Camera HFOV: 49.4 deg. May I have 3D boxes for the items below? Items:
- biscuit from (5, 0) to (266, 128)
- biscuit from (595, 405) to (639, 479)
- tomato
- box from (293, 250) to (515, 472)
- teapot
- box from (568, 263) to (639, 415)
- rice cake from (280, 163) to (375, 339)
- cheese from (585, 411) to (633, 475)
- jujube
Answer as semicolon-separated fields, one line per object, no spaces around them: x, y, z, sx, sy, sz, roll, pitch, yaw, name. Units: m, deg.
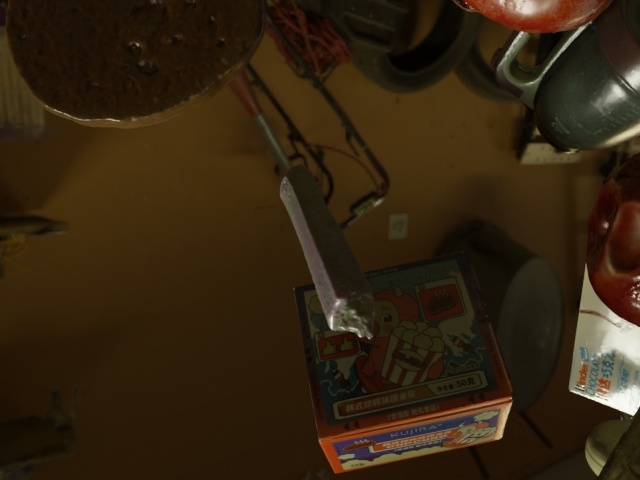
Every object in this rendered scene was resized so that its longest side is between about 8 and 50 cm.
-0.202;-0.253;0.740;0.273;0.257;0.049;-17;-173;-2;biscuit
0.330;0.254;0.719;0.079;0.309;0.186;30;161;29;biscuit
0.210;-0.291;0.678;0.187;0.151;0.187;-1;-140;1;tomato
0.151;0.235;1.348;0.349;0.318;0.257;-11;146;2;box
0.481;-0.302;1.247;0.315;0.233;0.312;36;145;-7;teapot
0.504;0.150;1.000;0.265;0.273;0.048;19;-144;35;box
-0.001;0.000;1.080;0.064;0.070;0.399;-1;-146;-17;rice cake
0.540;0.357;1.240;0.164;0.070;0.249;6;-167;3;cheese
0.331;0.014;0.555;0.230;0.155;0.155;18;-171;0;jujube
